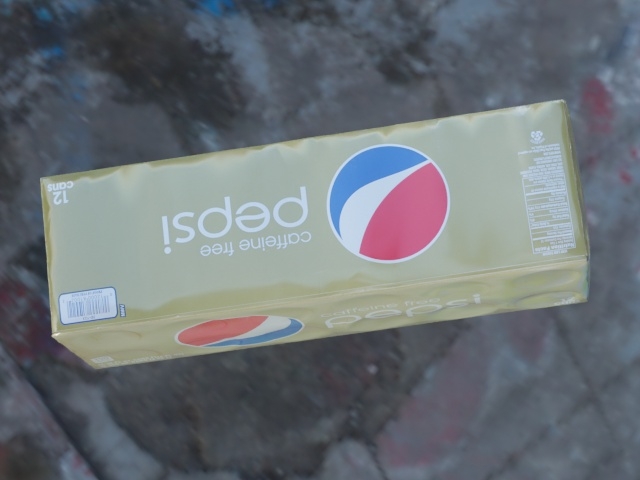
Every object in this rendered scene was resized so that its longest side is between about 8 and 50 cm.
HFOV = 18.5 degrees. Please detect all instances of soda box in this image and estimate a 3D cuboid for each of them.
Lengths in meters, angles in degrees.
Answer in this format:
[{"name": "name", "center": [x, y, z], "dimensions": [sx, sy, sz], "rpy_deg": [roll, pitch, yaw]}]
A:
[{"name": "soda box", "center": [0.000, 0.000, 0.674], "dimensions": [0.181, 0.061, 0.058], "rpy_deg": [-8, 75, 6]}]
